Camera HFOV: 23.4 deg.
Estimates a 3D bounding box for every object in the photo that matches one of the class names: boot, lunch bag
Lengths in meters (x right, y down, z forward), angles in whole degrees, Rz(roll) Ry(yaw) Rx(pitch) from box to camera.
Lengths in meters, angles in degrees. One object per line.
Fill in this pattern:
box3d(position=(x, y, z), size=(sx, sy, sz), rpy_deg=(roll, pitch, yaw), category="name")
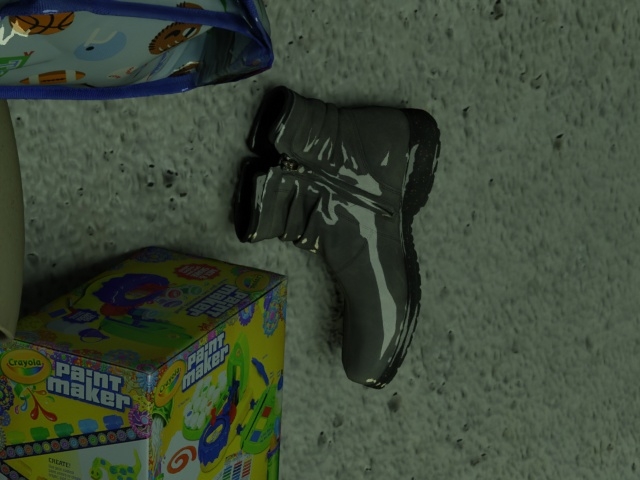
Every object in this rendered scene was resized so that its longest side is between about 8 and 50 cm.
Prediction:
box3d(position=(0.000, 0.000, 1.743), size=(0.222, 0.118, 0.338), rpy_deg=(2, 96, -30), category="boot")
box3d(position=(-0.199, -0.299, 1.337), size=(0.385, 0.239, 0.328), rpy_deg=(-3, 77, -56), category="lunch bag")

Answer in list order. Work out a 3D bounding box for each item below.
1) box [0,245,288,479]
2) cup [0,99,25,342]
box3d(position=(-0.174, 0.190, 1.574), size=(0.290, 0.177, 0.279), rpy_deg=(-33, 131, -60), category="box")
box3d(position=(-0.399, -0.068, 1.355), size=(0.331, 0.331, 0.237), rpy_deg=(22, 76, -36), category="cup")
